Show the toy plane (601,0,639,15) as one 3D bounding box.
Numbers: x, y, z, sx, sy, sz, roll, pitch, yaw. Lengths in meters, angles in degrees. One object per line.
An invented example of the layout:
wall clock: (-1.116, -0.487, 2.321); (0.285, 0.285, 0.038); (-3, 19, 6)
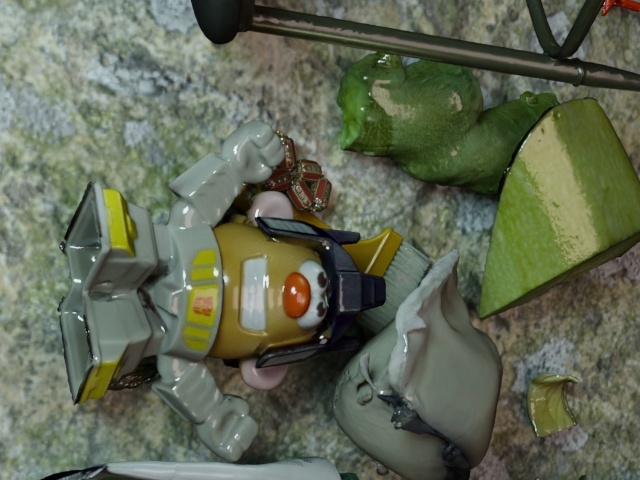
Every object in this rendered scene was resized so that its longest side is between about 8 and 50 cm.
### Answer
toy plane: (0.382, -0.239, 1.552); (0.194, 0.077, 0.126); (-12, 103, -22)

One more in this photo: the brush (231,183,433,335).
brush: (0.000, 0.000, 1.391); (0.272, 0.013, 0.103); (35, 81, -32)

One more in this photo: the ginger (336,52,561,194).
ginger: (0.139, -0.119, 1.411); (0.290, 0.089, 0.137); (20, 81, -33)

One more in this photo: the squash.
squash: (0.260, -0.044, 1.490); (0.237, 0.204, 0.155); (-24, 79, -35)

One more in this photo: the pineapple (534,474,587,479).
pineapple: (0.337, 0.351, 1.611); (0.340, 0.169, 0.169); (3, 99, -27)

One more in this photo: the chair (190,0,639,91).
chair: (0.087, -0.332, 1.126); (0.410, 0.362, 0.365); (-7, 68, -9)

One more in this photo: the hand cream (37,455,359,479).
hand cream: (-0.103, 0.233, 1.324); (0.336, 0.121, 0.076); (11, 64, -37)

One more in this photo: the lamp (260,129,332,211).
lamp: (-0.022, -0.060, 1.345); (0.083, 0.031, 0.063); (29, 66, -34)

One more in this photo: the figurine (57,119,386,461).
figurine: (-0.089, 0.042, 1.264); (0.308, 0.143, 0.308); (-15, 124, -23)

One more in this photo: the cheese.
cheese: (0.261, 0.173, 1.578); (0.060, 0.041, 0.084); (-12, 122, -23)

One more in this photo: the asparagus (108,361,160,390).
asparagus: (-0.099, 0.103, 1.345); (0.233, 0.023, 0.022); (-17, 65, -29)

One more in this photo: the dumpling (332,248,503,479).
dumpling: (0.117, 0.136, 1.374); (0.204, 0.163, 0.293); (-39, 153, -17)
